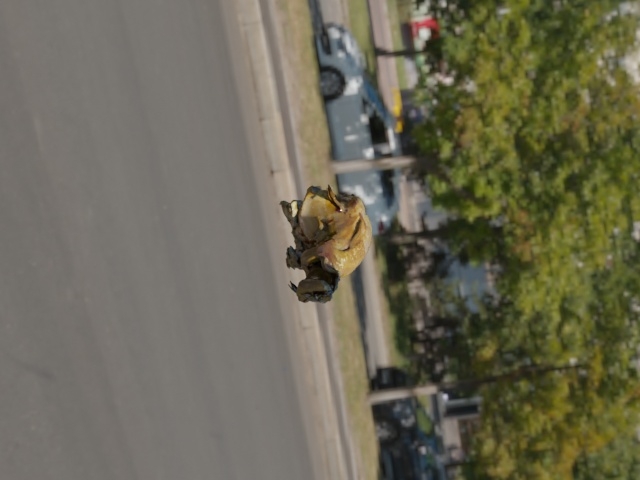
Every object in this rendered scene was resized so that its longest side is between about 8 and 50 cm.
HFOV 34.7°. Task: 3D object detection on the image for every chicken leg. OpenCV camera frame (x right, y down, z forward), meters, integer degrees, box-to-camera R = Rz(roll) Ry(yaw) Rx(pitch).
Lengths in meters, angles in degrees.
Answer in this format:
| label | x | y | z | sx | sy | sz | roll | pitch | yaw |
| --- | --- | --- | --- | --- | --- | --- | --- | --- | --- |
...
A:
| label | x | y | z | sx | sy | sz | roll | pitch | yaw |
| --- | --- | --- | --- | --- | --- | --- | --- | --- | --- |
| chicken leg | 0.002 | 0.002 | 1.113 | 0.101 | 0.085 | 0.207 | 62 | 20 | -18 |
